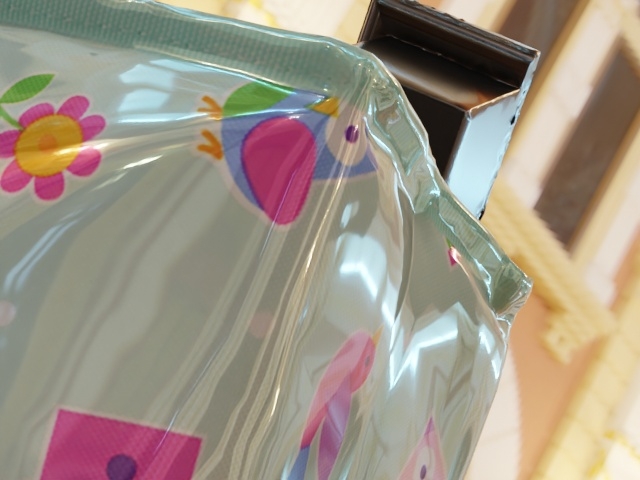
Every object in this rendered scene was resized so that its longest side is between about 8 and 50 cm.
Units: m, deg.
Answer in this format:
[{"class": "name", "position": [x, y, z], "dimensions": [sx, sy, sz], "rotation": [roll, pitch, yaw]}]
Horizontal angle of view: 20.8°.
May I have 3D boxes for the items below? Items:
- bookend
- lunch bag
[{"class": "bookend", "position": [0.000, 0.000, 0.624], "dimensions": [0.072, 0.156, 0.157], "rotation": [25, 21, 17]}, {"class": "lunch bag", "position": [-0.116, 0.053, 0.403], "dimensions": [0.262, 0.223, 0.160], "rotation": [14, -16, 27]}]
